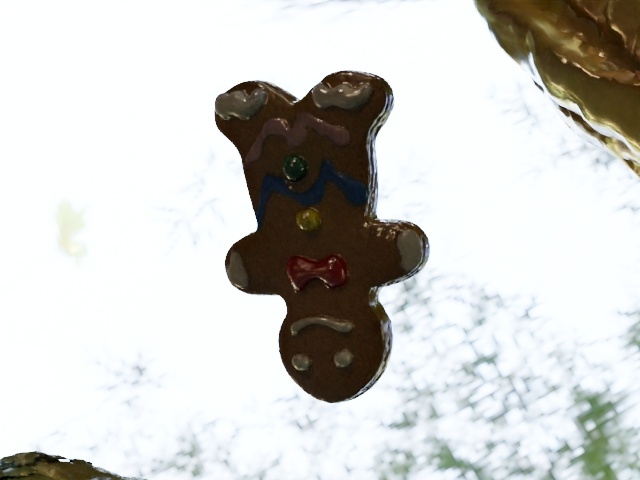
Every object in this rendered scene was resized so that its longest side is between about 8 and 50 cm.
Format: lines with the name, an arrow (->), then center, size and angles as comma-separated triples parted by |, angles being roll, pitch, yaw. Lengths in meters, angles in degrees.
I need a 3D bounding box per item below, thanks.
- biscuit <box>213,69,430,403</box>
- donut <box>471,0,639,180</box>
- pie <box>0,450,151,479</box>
biscuit -> 0.000, 0.000, 1.148 | 0.138, 0.031, 0.205 | -3, -83, 26
donut -> 0.299, -0.168, 1.011 | 0.449, 0.449, 0.198 | 28, -37, 33
pie -> -0.069, 0.170, 0.627 | 0.240, 0.240, 0.054 | 46, -51, 21
